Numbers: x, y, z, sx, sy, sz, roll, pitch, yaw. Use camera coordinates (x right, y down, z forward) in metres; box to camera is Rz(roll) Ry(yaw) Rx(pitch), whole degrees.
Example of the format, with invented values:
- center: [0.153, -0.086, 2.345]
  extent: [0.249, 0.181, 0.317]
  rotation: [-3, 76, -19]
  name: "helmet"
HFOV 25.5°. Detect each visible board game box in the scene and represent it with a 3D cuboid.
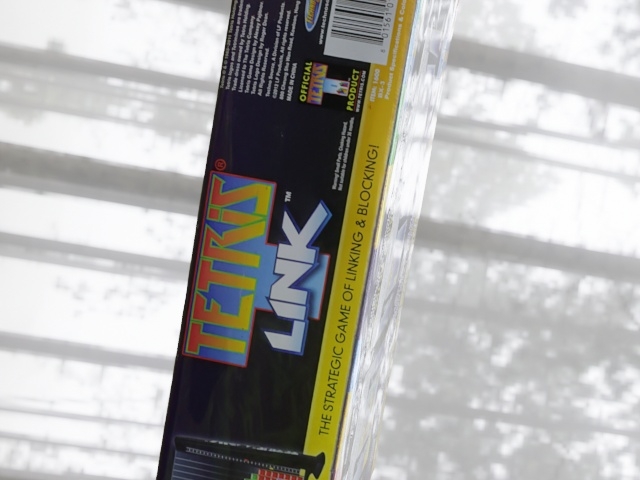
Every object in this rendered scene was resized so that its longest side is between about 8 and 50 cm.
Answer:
- center: [0.000, 0.000, 0.406]
  extent: [0.141, 0.048, 0.170]
  rotation: [-39, 139, -80]
  name: "board game box"
